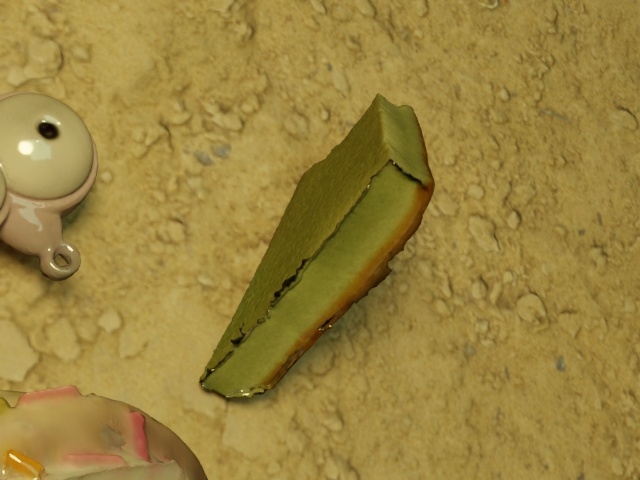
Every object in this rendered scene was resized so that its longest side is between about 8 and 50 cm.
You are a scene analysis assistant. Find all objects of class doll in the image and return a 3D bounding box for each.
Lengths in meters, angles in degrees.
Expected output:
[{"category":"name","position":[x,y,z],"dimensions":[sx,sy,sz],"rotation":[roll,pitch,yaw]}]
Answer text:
[{"category":"doll","position":[-0.289,-0.121,0.823],"dimensions":[0.365,0.094,0.160],"rotation":[52,45,-6]}]

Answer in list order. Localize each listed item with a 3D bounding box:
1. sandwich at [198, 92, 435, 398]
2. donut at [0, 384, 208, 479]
[{"category":"sandwich","position":[0.000,0.000,0.979],"dimensions":[0.063,0.245,0.212],"rotation":[37,19,-14]},{"category":"donut","position":[-0.200,0.244,0.613],"dimensions":[0.382,0.142,0.383],"rotation":[-38,139,-43]}]
